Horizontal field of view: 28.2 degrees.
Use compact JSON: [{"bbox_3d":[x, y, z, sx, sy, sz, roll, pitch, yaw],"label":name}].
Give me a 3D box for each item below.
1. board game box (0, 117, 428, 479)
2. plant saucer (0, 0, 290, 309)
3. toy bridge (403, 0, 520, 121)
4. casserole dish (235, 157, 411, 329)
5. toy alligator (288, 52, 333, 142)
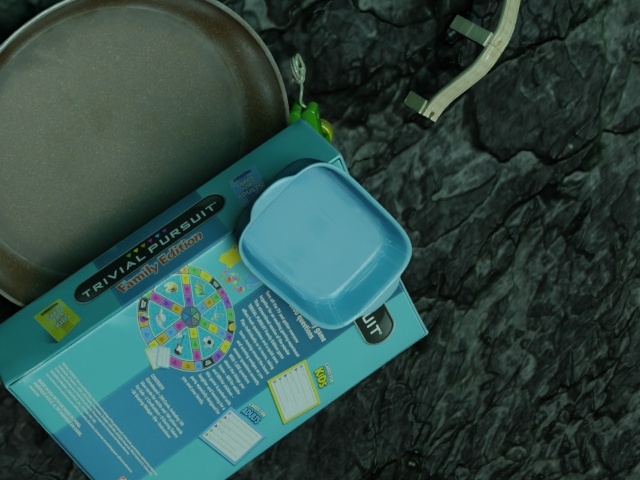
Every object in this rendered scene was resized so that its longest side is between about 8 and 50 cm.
[{"bbox_3d":[-0.091,0.085,1.156,0.336,0.079,0.254,-35,133,-7],"label":"board game box"},{"bbox_3d":[-0.173,-0.076,1.096,0.310,0.050,0.311,-16,124,-25],"label":"plant saucer"},{"bbox_3d":[0.153,-0.198,1.226,0.026,0.063,0.188,26,100,-39],"label":"toy bridge"},{"bbox_3d":[0.000,0.000,1.075,0.114,0.037,0.188,-45,132,3],"label":"casserole dish"},{"bbox_3d":[-0.018,-0.091,1.187,0.051,0.056,0.190,-5,130,18],"label":"toy alligator"}]
